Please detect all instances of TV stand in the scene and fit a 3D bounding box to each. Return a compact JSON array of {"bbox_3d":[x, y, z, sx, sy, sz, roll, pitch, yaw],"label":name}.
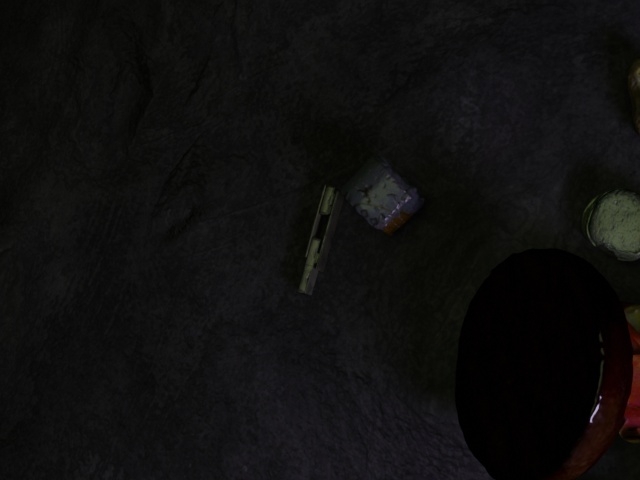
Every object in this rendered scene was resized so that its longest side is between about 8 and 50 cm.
[{"bbox_3d":[0.000,0.000,1.561,0.042,0.036,0.249,12,83,24],"label":"TV stand"}]

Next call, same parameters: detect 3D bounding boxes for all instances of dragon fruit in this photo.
[{"bbox_3d":[0.536,0.207,1.172,0.224,0.224,0.227,-45,48,8],"label":"dragon fruit"}]

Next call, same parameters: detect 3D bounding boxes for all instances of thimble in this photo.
[{"bbox_3d":[0.130,-0.095,1.475,0.118,0.127,0.151,-46,69,9],"label":"thimble"}]

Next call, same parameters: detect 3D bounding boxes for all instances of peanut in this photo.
[{"bbox_3d":[0.618,-0.265,1.324,0.080,0.080,0.174,-12,75,21],"label":"peanut"}]

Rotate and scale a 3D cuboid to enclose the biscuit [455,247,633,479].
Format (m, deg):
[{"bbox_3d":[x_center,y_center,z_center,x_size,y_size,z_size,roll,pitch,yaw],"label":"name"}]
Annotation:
[{"bbox_3d":[0.365,0.211,1.195,0.091,0.407,0.407,12,80,-18],"label":"biscuit"}]

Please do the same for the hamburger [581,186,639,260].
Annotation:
[{"bbox_3d":[0.558,-0.034,1.305,0.133,0.062,0.140,-48,66,8],"label":"hamburger"}]
